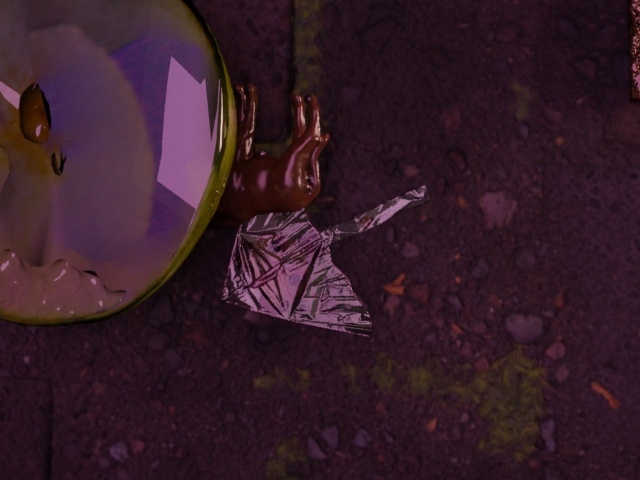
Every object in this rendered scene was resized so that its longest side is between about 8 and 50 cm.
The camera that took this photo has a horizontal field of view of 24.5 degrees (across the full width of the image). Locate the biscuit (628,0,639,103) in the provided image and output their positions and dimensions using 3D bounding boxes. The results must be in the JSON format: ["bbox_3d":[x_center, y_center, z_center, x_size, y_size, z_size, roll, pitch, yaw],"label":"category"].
[{"bbox_3d":[0.341,-0.242,1.501,0.064,0.034,0.199,-3,90,7],"label":"biscuit"}]

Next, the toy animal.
[{"bbox_3d":[-0.105,-0.054,1.548,0.224,0.066,0.229,11,89,23],"label":"toy animal"}]

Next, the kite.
[{"bbox_3d":[0.000,0.000,1.561,0.250,0.012,0.229,-28,87,6],"label":"kite"}]

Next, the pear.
[{"bbox_3d":[-0.232,-0.095,1.489,0.399,0.165,0.399,-3,84,26],"label":"pear"}]
